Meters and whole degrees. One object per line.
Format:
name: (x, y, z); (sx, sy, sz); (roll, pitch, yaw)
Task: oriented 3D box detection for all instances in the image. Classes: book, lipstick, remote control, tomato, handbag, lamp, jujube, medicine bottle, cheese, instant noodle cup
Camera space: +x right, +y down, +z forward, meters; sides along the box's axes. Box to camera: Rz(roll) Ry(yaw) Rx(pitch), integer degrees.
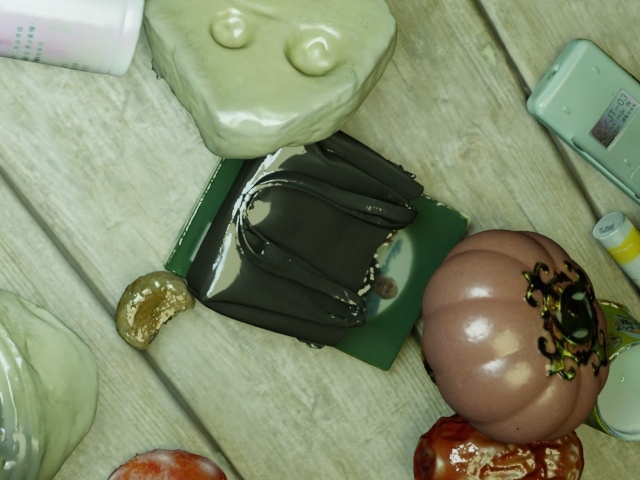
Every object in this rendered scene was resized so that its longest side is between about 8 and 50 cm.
book: (0.000, 0.000, 1.690); (0.371, 0.043, 0.260); (27, 95, -21)
lipstick: (0.518, 0.062, 1.864); (0.059, 0.059, 0.264); (-46, 112, -3)
remote control: (0.445, -0.166, 1.788); (0.296, 0.056, 0.140); (35, 93, -23)
tomato: (-0.212, 0.384, 1.677); (0.189, 0.099, 0.173); (6, 102, -18)
handbag: (-0.014, -0.007, 1.609); (0.257, 0.113, 0.285); (25, 95, -27)
lamp: (0.258, 0.136, 1.690); (0.305, 0.239, 0.305); (19, 62, -40)
jujube: (0.264, 0.328, 1.783); (0.250, 0.174, 0.174); (-1, 103, -21)
medicine bottle: (-0.349, -0.290, 1.444); (0.253, 0.152, 0.152); (9, 100, -20)
cheese: (-0.070, -0.257, 1.491); (0.318, 0.115, 0.326); (21, 67, 1)
instant noodle cup: (0.441, 0.204, 1.823); (0.205, 0.153, 0.205); (-4, 103, -16)

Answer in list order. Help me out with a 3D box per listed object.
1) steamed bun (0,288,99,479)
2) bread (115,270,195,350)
steamed bun: (-0.462, 0.225, 1.478); (0.352, 0.247, 0.339); (27, 94, -26)
bread: (-0.229, 0.086, 1.622); (0.113, 0.060, 0.082); (-38, 112, -8)
